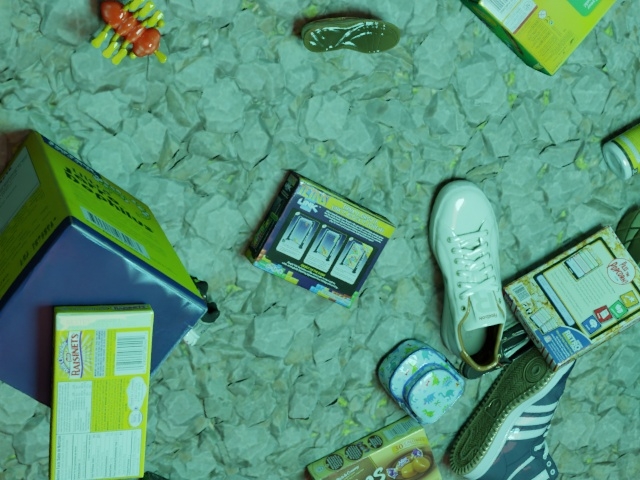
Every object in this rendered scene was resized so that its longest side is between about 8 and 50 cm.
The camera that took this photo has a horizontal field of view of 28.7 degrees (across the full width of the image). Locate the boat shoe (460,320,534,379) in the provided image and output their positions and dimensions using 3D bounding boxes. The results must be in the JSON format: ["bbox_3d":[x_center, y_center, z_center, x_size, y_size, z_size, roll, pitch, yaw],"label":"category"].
[{"bbox_3d":[0.277,0.174,1.948,0.133,0.042,0.049,-34,120,-3],"label":"boat shoe"}]

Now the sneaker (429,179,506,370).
[{"bbox_3d":[0.232,0.056,1.840,0.106,0.123,0.290,-14,113,-12],"label":"sneaker"}]

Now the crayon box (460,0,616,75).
[{"bbox_3d":[0.341,-0.388,1.724,0.165,0.081,0.278,38,95,-28],"label":"crayon box"}]

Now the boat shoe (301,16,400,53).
[{"bbox_3d":[0.039,-0.280,1.679,0.135,0.045,0.050,-1,121,-17],"label":"boat shoe"}]

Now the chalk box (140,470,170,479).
[{"bbox_3d":[-0.193,0.496,1.765,0.180,0.289,0.179,31,98,-27],"label":"chalk box"}]

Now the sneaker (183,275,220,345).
[{"bbox_3d":[-0.196,0.067,1.724,0.075,0.063,0.170,-36,123,-3],"label":"sneaker"}]

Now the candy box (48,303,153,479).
[{"bbox_3d":[-0.240,0.168,1.363,0.105,0.027,0.205,0,110,-17],"label":"candy box"}]

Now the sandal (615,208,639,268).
[{"bbox_3d":[0.496,0.032,1.956,0.049,0.072,0.180,-12,116,-32],"label":"sandal"}]

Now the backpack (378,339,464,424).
[{"bbox_3d":[0.154,0.212,1.894,0.105,0.084,0.114,-45,115,-1],"label":"backpack"}]

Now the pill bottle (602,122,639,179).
[{"bbox_3d":[0.489,-0.145,1.882,0.116,0.065,0.065,-31,117,-6],"label":"pill bottle"}]

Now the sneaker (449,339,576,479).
[{"bbox_3d":[0.342,0.281,1.980,0.153,0.099,0.282,33,99,-27],"label":"sneaker"}]

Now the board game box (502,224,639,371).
[{"bbox_3d":[0.397,0.088,1.903,0.193,0.146,0.045,-29,162,-6],"label":"board game box"}]

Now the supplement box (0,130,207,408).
[{"bbox_3d":[-0.303,0.040,1.506,0.195,0.356,0.194,36,97,-28],"label":"supplement box"}]

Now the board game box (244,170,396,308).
[{"bbox_3d":[0.000,0.000,1.775,0.170,0.048,0.141,26,98,-26],"label":"board game box"}]

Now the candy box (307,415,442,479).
[{"bbox_3d":[0.084,0.361,1.946,0.187,0.053,0.109,-25,117,-10],"label":"candy box"}]

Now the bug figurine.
[{"bbox_3d":[-0.202,-0.362,1.546,0.279,0.072,0.216,-42,112,5],"label":"bug figurine"}]
